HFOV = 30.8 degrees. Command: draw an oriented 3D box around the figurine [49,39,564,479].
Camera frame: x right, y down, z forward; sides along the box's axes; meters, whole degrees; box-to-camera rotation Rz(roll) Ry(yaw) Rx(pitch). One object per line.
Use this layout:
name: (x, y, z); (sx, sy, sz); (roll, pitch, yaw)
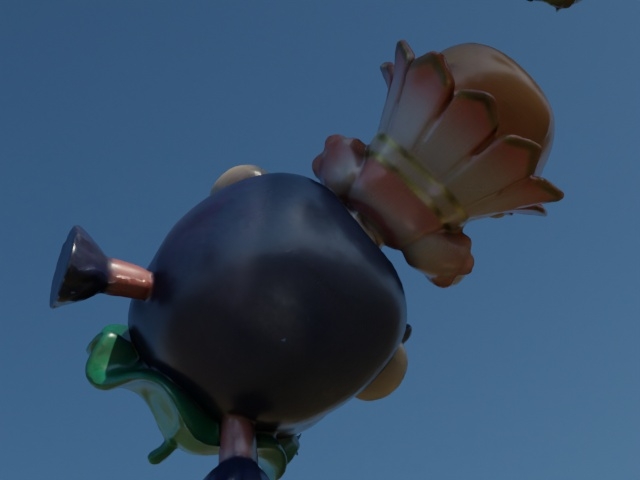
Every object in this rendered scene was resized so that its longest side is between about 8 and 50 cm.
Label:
figurine: (0.000, 0.000, 0.416); (0.195, 0.111, 0.102); (-45, -9, -12)

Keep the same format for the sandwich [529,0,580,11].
sandwich: (0.204, -0.304, 0.890); (0.155, 0.227, 0.198); (42, -66, -9)
